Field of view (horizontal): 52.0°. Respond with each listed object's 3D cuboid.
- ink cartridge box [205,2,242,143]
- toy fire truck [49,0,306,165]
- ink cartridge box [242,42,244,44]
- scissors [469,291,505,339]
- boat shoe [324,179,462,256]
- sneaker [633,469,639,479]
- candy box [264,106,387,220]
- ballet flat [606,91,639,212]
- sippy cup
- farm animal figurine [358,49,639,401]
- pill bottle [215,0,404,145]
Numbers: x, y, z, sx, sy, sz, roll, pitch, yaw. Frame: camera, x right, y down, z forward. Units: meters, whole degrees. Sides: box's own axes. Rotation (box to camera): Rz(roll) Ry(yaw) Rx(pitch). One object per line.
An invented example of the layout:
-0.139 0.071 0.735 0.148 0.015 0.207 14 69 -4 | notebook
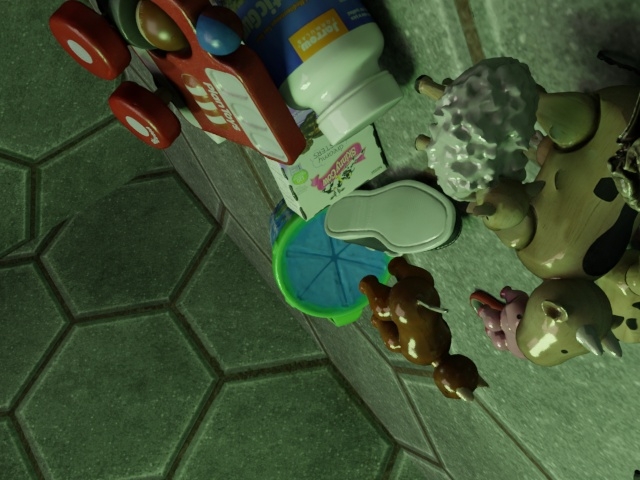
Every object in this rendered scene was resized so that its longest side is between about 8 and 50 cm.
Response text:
-0.184 -0.322 1.242 0.092 0.160 0.219 43 160 42 | ink cartridge box
-0.159 -0.228 0.799 0.254 0.169 0.302 23 157 34 | toy fire truck
-0.066 -0.297 1.078 0.127 0.072 0.175 48 164 28 | ink cartridge box
0.298 0.115 0.936 0.109 0.021 0.297 58 165 -1 | scissors
0.124 -0.031 1.032 0.091 0.114 0.302 17 179 -32 | boat shoe
0.452 0.338 0.825 0.267 0.101 0.106 70 -178 -48 | sneaker
-0.005 -0.156 1.008 0.070 0.165 0.196 40 161 52 | candy box
0.216 -0.128 0.390 0.058 0.084 0.250 8 123 20 | ballet flat
0.000 0.000 1.286 0.240 0.305 0.224 17 -166 -22 | sippy cup
0.218 0.013 0.561 0.172 0.330 0.327 44 134 48 | farm animal figurine
-0.015 -0.262 0.824 0.272 0.152 0.152 55 166 -1 | pill bottle
